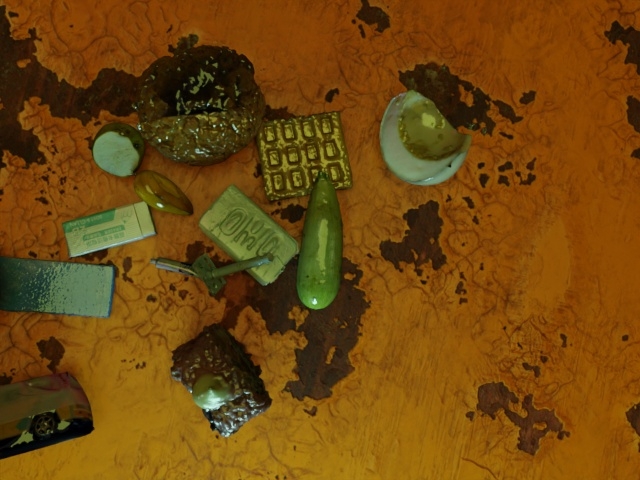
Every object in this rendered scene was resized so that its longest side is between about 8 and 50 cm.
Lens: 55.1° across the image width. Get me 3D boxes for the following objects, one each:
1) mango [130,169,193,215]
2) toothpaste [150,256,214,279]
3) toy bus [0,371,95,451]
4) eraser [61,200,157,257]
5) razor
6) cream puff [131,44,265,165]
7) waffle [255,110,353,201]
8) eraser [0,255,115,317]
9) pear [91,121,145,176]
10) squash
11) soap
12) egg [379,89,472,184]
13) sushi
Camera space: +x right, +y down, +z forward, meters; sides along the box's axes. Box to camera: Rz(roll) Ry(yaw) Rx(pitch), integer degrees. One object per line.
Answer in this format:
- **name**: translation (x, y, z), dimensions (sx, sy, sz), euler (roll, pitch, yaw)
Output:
- **mango**: translation (-0.416, -0.122, 1.614), dimensions (0.188, 0.101, 0.066), euler (31, 125, -28)
- **toothpaste**: translation (-0.372, 0.073, 1.645), dimensions (0.170, 0.028, 0.045), euler (14, 79, -8)
- **toy bus**: translation (-0.762, 0.437, 1.498), dimensions (0.387, 0.171, 0.162), euler (-13, 69, -8)
- **eraser**: translation (-0.554, -0.030, 1.614), dimensions (0.225, 0.052, 0.095), euler (-16, 87, -7)
- **razor**: translation (-0.216, 0.068, 1.571), dimensions (0.106, 0.232, 0.068), euler (58, 37, -20)
- **cream puff**: translation (-0.316, -0.356, 1.566), dimensions (0.343, 0.231, 0.327), euler (34, 88, 1)
- **waffle**: translation (-0.047, -0.232, 1.689), dimensions (0.248, 0.055, 0.220), euler (-9, 88, -8)
- **eraser**: translation (-0.699, 0.120, 1.592), dimensions (0.312, 0.042, 0.144), euler (5, 86, -7)
- **pear**: translation (-0.521, -0.242, 1.603), dimensions (0.141, 0.104, 0.141), euler (3, 119, 6)
- **squash**: translation (0.007, 0.002, 1.638), dimensions (0.119, 0.118, 0.370), euler (6, 94, -7)
- **soap**: translation (-0.191, -0.012, 1.639), dimensions (0.261, 0.094, 0.150), euler (42, 83, -3)
- **egg**: translation (0.292, -0.258, 1.684), dimensions (0.206, 0.162, 0.271), euler (-53, 58, 24)
- **sushi**: translation (-0.257, 0.350, 1.548), dimensions (0.171, 0.236, 0.270), euler (-34, 95, 1)
